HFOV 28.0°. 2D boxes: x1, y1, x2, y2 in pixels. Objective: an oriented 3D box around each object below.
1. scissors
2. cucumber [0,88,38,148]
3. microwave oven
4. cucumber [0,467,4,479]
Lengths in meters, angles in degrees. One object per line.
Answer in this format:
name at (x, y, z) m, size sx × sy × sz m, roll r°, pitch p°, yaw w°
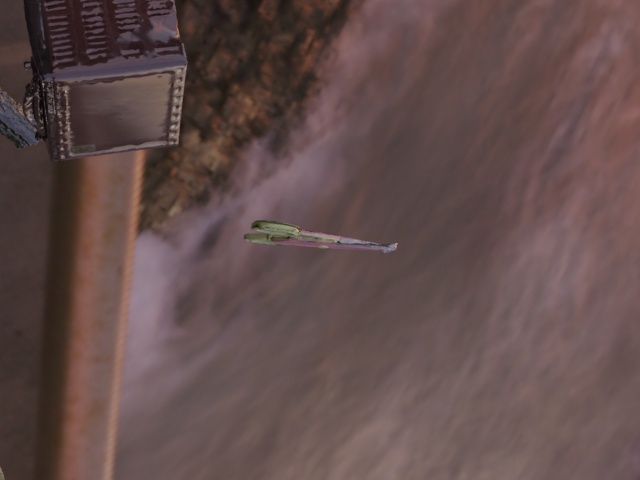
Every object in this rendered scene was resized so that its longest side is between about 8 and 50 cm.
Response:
scissors at (0.000, 0.000, 1.603) m, size 0.133 × 0.187 × 0.020 m, roll 134°, pitch -38°, yaw -79°
cucumber at (-0.487, -0.210, 1.890) m, size 0.058 × 0.058 × 0.187 m, roll -52°, pitch 125°, yaw -13°
microwave oven at (-0.268, -0.225, 1.542) m, size 0.188 × 0.178 × 0.247 m, roll -7°, pitch 160°, yaw -10°
cucumber at (-0.442, 0.299, 1.520) m, size 0.133 × 0.032 × 0.032 m, roll -21°, pitch 142°, yaw -3°
